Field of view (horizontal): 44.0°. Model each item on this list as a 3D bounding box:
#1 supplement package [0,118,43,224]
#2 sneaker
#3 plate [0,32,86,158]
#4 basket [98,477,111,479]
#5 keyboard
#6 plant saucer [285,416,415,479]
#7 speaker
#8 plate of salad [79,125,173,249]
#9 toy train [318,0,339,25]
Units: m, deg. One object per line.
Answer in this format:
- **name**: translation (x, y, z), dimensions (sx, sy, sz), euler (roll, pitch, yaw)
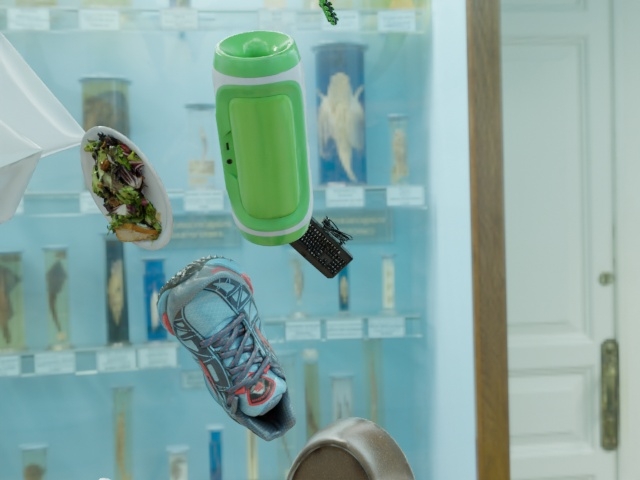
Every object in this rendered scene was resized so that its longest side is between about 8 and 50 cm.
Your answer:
- **supplement package**: translation (-0.562, -0.109, 1.149), dimensions (0.203, 0.149, 0.194), euler (36, 28, 2)
- **sneaker**: translation (-0.080, 0.122, 0.845), dimensions (0.104, 0.261, 0.125), euler (-36, 49, -14)
- **plate**: translation (-0.593, -0.240, 1.410), dimensions (0.045, 0.277, 0.278), euler (-38, 3, 32)
- **basket**: translation (-0.327, 0.591, 1.167), dimensions (0.267, 0.331, 0.328), euler (29, 3, -2)
- **keyboard**: translation (0.000, 0.000, 1.617), dimensions (0.192, 0.100, 0.038), euler (42, 1, -34)
- **plant saucer**: translation (0.028, 0.429, 1.220), dimensions (0.050, 0.310, 0.311), euler (13, -8, -37)
- **speaker**: translation (-0.080, -0.141, 1.141), dimensions (0.131, 0.296, 0.131), euler (-2, 35, 2)
- **plate of salad**: translation (-0.290, -0.069, 1.147), dimensions (0.200, 0.199, 0.048), euler (0, 28, 46)
- **toy train**: translation (0.010, -0.405, 1.371), dimensions (0.024, 0.017, 0.083), euler (28, -17, 32)
